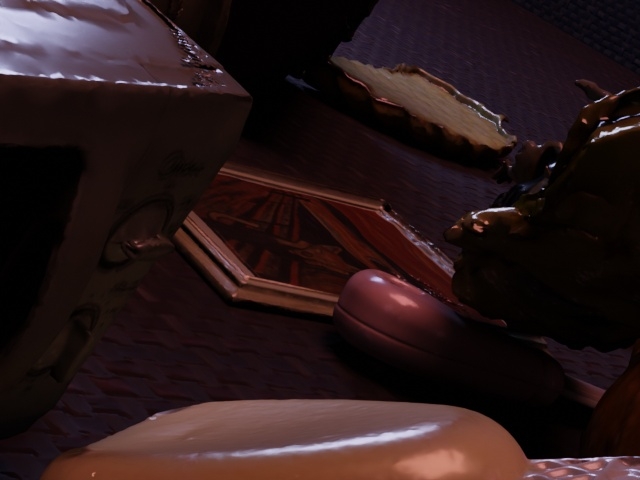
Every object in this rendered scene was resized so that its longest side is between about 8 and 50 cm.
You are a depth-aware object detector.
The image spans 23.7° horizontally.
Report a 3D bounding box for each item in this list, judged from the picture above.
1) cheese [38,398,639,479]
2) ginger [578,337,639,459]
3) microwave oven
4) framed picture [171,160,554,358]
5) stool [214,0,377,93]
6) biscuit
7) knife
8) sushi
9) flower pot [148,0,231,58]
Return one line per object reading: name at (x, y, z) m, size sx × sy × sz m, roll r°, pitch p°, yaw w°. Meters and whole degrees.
cheese at (0.040, 0.079, 0.479) m, size 0.252 × 0.054 × 0.127 m, roll -6°, pitch 3°, yaw 23°
ginger at (0.208, 0.093, 0.606) m, size 0.176 × 0.254 × 0.418 m, roll 11°, pitch 12°, yaw 3°
microwave oven at (-0.204, -0.039, 0.438) m, size 0.237 × 0.181 × 0.295 m, roll 42°, pitch 20°, yaw 19°
framed picture at (0.000, 0.000, 0.973) m, size 0.273 × 0.016 × 0.216 m, roll 12°, pitch 21°, yaw -41°
stool at (-0.061, -0.278, 1.281) m, size 0.297 × 0.297 × 0.330 m, roll 27°, pitch 12°, yaw 3°
biscuit at (0.105, -0.128, 1.512) m, size 0.187 × 0.036 × 0.273 m, roll 33°, pitch 17°, yaw 25°
knife at (0.145, 0.091, 0.904) m, size 0.336 × 0.043 × 0.081 m, roll 24°, pitch 6°, yaw -30°
sushi at (0.138, -0.012, 0.834) m, size 0.139 × 0.131 × 0.291 m, roll 22°, pitch -10°, yaw -2°
flower pot at (-0.190, -0.169, 0.935) m, size 0.203 × 0.212 × 0.212 m, roll -9°, pitch 36°, yaw -43°
